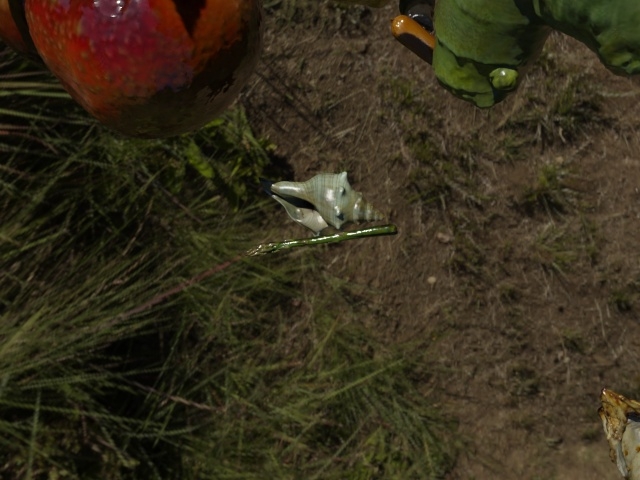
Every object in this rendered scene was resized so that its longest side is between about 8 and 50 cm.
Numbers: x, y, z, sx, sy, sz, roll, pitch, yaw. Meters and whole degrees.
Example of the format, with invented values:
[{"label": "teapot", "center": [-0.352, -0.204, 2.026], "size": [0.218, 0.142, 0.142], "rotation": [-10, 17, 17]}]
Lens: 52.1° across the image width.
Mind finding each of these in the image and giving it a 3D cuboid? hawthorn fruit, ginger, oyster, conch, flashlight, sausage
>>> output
[{"label": "hawthorn fruit", "center": [-0.288, -0.346, 1.130], "size": [0.403, 0.402, 0.402], "rotation": [8, 127, 11]}, {"label": "ginger", "center": [0.130, -0.149, 0.343], "size": [0.089, 0.290, 0.137], "rotation": [-22, 100, -16]}, {"label": "oyster", "center": [0.266, 0.164, 0.514], "size": [0.086, 0.029, 0.132], "rotation": [-16, 109, 4]}, {"label": "conch", "center": [0.012, -0.074, 1.277], "size": [0.234, 0.114, 0.137], "rotation": [10, 127, 32]}, {"label": "flashlight", "center": [0.232, -0.533, 1.543], "size": [0.093, 0.232, 0.093], "rotation": [2, 125, 3]}, {"label": "sausage", "center": [0.222, -0.434, 1.439], "size": [0.183, 0.054, 0.062], "rotation": [28, 85, -22]}]

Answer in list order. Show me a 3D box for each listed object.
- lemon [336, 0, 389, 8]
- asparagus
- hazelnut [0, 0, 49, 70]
[{"label": "lemon", "center": [0.047, -0.499, 1.009], "size": [0.234, 0.233, 0.288], "rotation": [-13, 115, 24]}, {"label": "asparagus", "center": [0.000, 0.000, 0.985], "size": [0.233, 0.023, 0.022], "rotation": [-9, 111, 6]}, {"label": "hazelnut", "center": [-0.567, -0.567, 1.530], "size": [0.421, 0.420, 0.352], "rotation": [19, 147, 2]}]
